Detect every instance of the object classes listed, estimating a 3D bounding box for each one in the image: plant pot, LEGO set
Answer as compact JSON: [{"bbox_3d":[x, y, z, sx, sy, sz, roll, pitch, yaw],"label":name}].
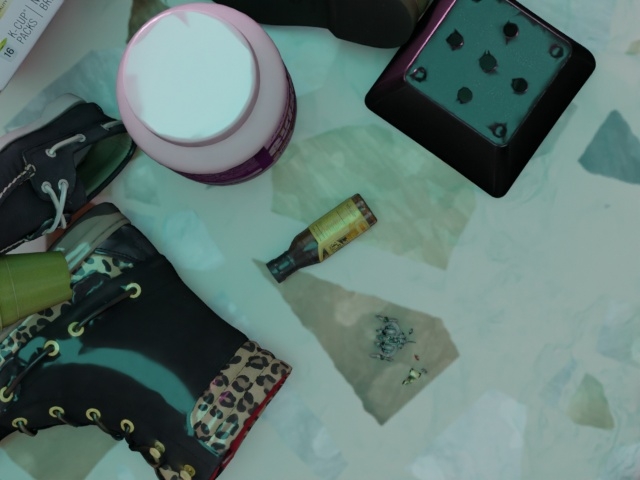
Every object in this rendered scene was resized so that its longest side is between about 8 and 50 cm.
[{"bbox_3d":[-0.294,0.042,1.649,0.079,0.083,0.083,-14,88,-16],"label":"plant pot"},{"bbox_3d":[0.170,-0.172,1.699,0.188,0.167,0.187,36,91,2],"label":"plant pot"},{"bbox_3d":[0.083,0.116,1.766,0.083,0.023,0.054,40,91,3],"label":"LEGO set"}]

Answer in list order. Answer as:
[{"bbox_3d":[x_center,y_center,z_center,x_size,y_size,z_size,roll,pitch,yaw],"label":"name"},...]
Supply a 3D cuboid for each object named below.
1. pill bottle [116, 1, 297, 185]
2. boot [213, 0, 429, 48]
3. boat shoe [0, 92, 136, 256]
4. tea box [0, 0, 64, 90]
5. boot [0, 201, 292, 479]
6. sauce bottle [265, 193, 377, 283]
[{"bbox_3d":[-0.113,-0.146,1.642,0.169,0.301,0.169,0,89,3],"label":"pill bottle"},{"bbox_3d":[-0.023,-0.300,1.760,0.305,0.112,0.115,20,50,13],"label":"boot"},{"bbox_3d":[-0.277,-0.061,1.660,0.091,0.302,0.114,21,127,8],"label":"boat shoe"},{"bbox_3d":[-0.376,-0.380,1.653,0.323,0.220,0.329,35,89,-22],"label":"tea box"},{"bbox_3d":[-0.238,0.184,1.726,0.284,0.138,0.377,37,84,5],"label":"boot"},{"bbox_3d":[0.000,0.000,1.765,0.128,0.042,0.042,-35,87,4],"label":"sauce bottle"}]
